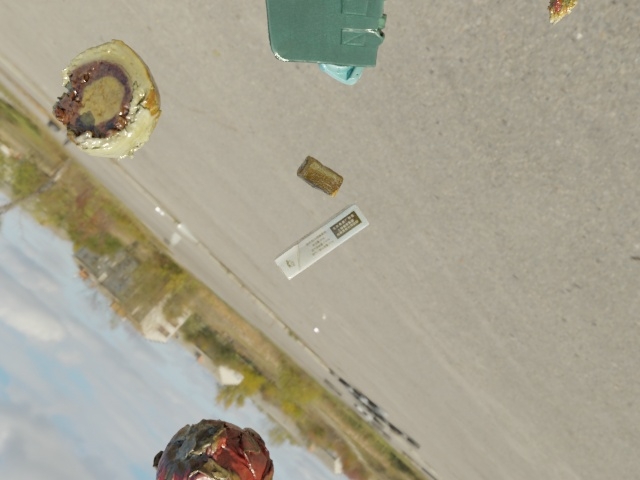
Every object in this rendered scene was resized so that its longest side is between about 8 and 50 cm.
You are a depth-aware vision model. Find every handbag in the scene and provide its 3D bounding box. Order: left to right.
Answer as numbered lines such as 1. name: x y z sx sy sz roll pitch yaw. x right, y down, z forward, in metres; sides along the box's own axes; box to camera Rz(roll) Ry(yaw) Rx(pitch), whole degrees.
1. handbag: 0.015 -0.476 1.269 0.239 0.089 0.326 9 152 4

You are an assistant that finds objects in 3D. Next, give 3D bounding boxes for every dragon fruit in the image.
1. dragon fruit: -0.204 0.391 1.177 0.223 0.219 0.148 50 159 47

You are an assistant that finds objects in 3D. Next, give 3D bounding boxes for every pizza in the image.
1. pizza: 0.563 -0.549 1.572 0.025 0.078 0.083 1 -153 -36

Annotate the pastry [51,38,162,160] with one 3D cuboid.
1. pastry: -0.467 -0.314 1.521 0.256 0.237 0.170 50 -174 26

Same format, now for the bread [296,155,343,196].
1. bread: 0.000 -0.178 1.860 0.132 0.074 0.053 28 -177 -25

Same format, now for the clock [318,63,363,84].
1. clock: 0.038 -0.436 1.542 0.147 0.108 0.045 25 166 -3

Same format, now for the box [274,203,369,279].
1. box: 0.000 0.000 1.673 0.067 0.243 0.155 55 178 -2
